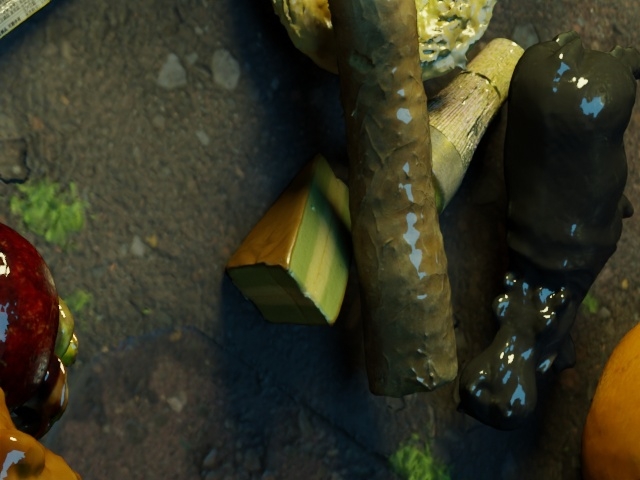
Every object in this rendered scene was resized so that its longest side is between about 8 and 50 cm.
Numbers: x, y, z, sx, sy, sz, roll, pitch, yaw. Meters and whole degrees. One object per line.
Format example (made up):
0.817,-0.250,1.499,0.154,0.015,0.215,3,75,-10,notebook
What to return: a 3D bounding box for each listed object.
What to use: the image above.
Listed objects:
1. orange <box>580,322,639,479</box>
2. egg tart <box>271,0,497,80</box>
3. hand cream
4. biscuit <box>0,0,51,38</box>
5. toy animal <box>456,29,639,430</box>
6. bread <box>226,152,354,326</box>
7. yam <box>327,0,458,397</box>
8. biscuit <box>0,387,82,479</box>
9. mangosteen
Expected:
0.387,0.185,1.602,0.312,0.312,0.312,0,90,-39,orange
0.044,-0.246,1.455,0.231,0.098,0.252,-28,105,-20,egg tart
0.114,-0.105,1.529,0.203,0.084,0.084,-50,119,-35,hand cream
-0.200,-0.187,1.276,0.292,0.026,0.048,-46,126,-41,biscuit
0.206,-0.009,1.556,0.168,0.106,0.343,-5,107,-62,toy animal
0.003,-0.004,1.428,0.139,0.084,0.074,-51,118,-27,bread
0.056,-0.047,1.411,0.081,0.081,0.357,-23,115,-37,yam
-0.289,0.220,1.087,0.312,0.110,0.318,-45,97,-2,biscuit
-0.243,0.064,1.215,0.145,0.181,0.156,-5,73,2,mangosteen
